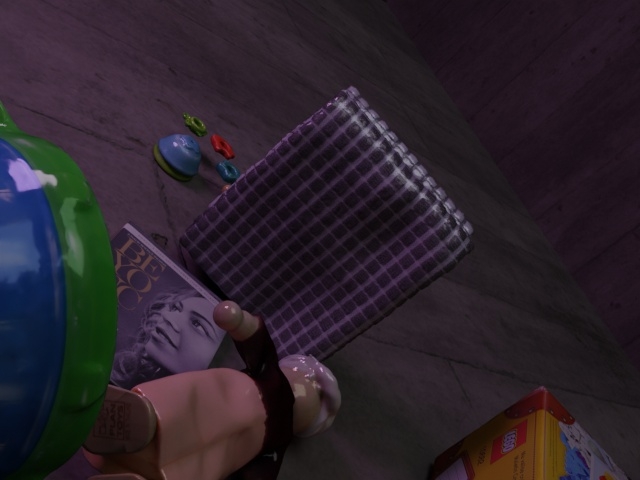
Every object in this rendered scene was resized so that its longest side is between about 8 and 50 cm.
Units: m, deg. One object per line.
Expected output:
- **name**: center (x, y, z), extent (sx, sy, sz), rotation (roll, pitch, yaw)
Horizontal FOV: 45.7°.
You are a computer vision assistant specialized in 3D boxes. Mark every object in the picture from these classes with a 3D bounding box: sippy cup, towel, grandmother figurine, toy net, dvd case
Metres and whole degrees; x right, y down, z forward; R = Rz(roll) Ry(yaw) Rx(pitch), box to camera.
- **sippy cup**: center (-0.276, 0.041, 0.436), extent (0.224, 0.240, 0.306), rotation (3, 43, -50)
- **towel**: center (0.000, 0.000, 0.875), extent (0.235, 0.283, 0.121), rotation (47, 21, -7)
- **grandmother figurine**: center (-0.080, 0.161, 0.712), extent (0.342, 0.103, 0.208), rotation (8, 88, -64)
- **toy net**: center (-0.128, -0.078, 1.082), extent (0.232, 0.045, 0.122), rotation (43, 22, -14)
- **dvd case**: center (-0.179, 0.080, 0.782), extent (0.164, 0.018, 0.221), rotation (43, 24, -10)

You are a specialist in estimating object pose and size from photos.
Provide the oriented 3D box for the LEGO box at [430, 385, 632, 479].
- **LEGO box**: center (0.269, 0.441, 0.755), extent (0.372, 0.193, 0.500), rotation (47, 24, -2)
